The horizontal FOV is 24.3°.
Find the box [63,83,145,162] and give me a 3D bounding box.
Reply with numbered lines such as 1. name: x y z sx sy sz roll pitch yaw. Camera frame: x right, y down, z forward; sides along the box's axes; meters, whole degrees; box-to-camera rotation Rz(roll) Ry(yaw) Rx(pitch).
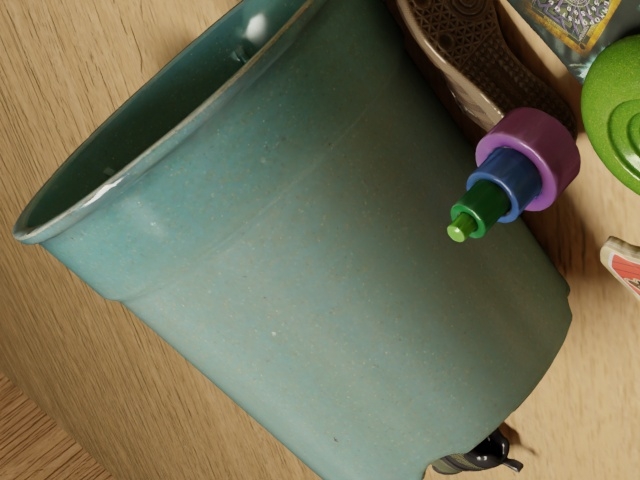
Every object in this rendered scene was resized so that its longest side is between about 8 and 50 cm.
1. box: -0.135 -0.043 1.503 0.182 0.119 0.181 47 -177 11

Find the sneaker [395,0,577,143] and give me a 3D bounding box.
1. sneaker: 0.104 -0.125 1.067 0.188 0.066 0.071 53 159 -4

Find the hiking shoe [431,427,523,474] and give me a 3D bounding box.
1. hiking shoe: 0.118 0.136 1.453 0.114 0.086 0.227 -7 126 49

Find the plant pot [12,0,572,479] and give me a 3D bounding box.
1. plant pot: 0.000 0.000 1.159 0.334 0.341 0.341 48 159 -14

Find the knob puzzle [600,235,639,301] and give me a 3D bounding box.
1. knob puzzle: 0.261 0.058 1.003 0.213 0.030 0.213 31 177 2

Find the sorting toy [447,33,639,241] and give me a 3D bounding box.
1. sorting toy: 0.200 -0.042 0.871 0.365 0.126 0.127 -9 120 54

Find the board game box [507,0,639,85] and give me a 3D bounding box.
1. board game box: 0.176 -0.170 0.912 0.126 0.026 0.186 49 158 3
